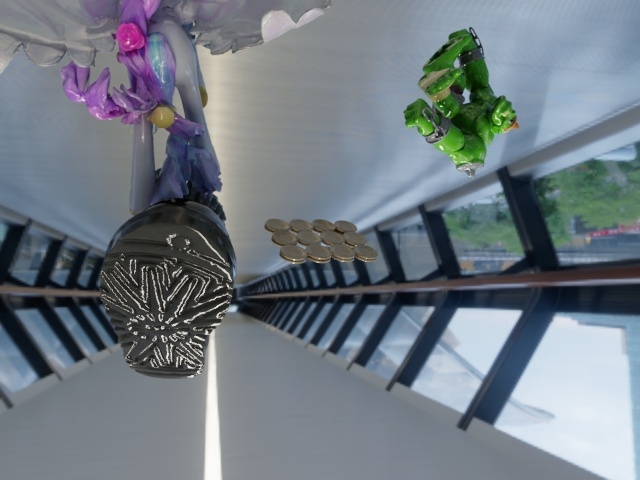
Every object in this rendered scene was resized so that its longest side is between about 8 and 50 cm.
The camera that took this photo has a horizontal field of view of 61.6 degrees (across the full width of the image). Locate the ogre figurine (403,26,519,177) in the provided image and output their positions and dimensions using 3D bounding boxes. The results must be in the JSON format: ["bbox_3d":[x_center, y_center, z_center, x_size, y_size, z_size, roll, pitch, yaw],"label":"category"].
[{"bbox_3d":[0.165,-0.159,0.629,0.097,0.118,0.197,-29,-154,27],"label":"ogre figurine"}]

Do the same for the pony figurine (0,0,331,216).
[{"bbox_3d":[-0.175,-0.206,0.570,0.303,0.350,0.363,-5,135,-14],"label":"pony figurine"}]

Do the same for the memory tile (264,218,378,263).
[{"bbox_3d":[0.000,0.000,0.762,0.148,0.012,0.113,0,-149,-25],"label":"memory tile"}]

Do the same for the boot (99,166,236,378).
[{"bbox_3d":[-0.176,-0.006,0.670,0.131,0.259,0.348,12,144,-14],"label":"boot"}]
